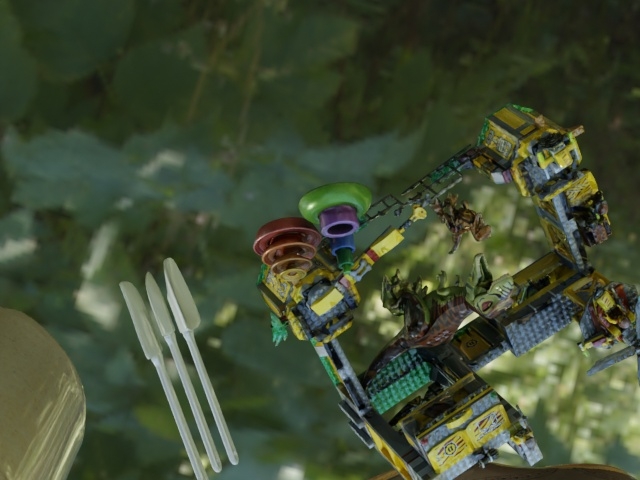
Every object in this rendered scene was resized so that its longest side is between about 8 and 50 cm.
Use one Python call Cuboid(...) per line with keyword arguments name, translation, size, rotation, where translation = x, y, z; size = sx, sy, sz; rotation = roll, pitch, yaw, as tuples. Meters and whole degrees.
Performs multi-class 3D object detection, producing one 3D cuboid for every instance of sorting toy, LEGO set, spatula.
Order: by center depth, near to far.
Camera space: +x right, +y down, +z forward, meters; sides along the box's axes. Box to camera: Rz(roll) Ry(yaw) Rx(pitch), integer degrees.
Cuboid(name="sorting toy", translation=(0.000, 0.000, 1.213), size=(0.061, 0.042, 0.102), rotation=(13, 146, -40))
Cuboid(name="LEGO set", translation=(0.133, 0.062, 1.388), size=(0.192, 0.331, 0.255), rotation=(42, 153, 55))
Cuboid(name="spatula", translation=(-0.141, 0.142, 1.864), size=(0.019, 0.242, 0.168), rotation=(-20, -176, 13))

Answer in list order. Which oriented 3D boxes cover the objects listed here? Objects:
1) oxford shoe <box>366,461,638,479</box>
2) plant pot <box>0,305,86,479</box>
Cuboid(name="oxford shoe", translation=(0.180, 0.289, 1.827), size=(0.363, 0.130, 0.133), rotation=(-7, 177, -8))
Cuboid(name="plant pot", translation=(-0.362, 0.212, 1.565), size=(0.334, 0.334, 0.305), rotation=(14, -153, 7))
